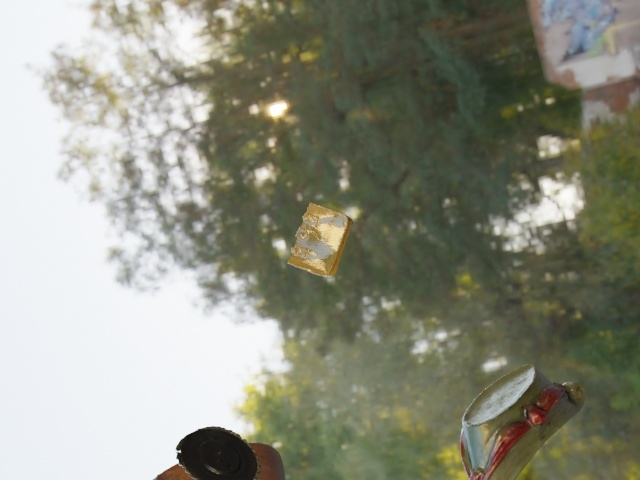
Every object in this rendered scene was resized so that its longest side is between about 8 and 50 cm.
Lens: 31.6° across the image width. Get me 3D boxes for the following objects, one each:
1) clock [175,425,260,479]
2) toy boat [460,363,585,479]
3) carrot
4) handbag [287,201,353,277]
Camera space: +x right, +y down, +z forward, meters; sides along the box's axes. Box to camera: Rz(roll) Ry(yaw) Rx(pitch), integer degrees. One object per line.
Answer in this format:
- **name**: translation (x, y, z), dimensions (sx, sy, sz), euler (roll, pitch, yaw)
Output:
- **clock**: translation (-0.095, 0.205, 1.060), dimensions (0.074, 0.083, 0.010), euler (-21, -43, -41)
- **toy boat**: translation (0.180, 0.172, 1.046), dimensions (0.185, 0.089, 0.071), euler (-38, -73, -33)
- **carrot**: translation (-0.195, 0.472, 2.095), dimensions (0.307, 0.258, 0.100), euler (24, -147, -45)
- **handbag**: translation (0.000, 0.000, 1.409), dimensions (0.027, 0.061, 0.083), euler (18, -90, -72)
